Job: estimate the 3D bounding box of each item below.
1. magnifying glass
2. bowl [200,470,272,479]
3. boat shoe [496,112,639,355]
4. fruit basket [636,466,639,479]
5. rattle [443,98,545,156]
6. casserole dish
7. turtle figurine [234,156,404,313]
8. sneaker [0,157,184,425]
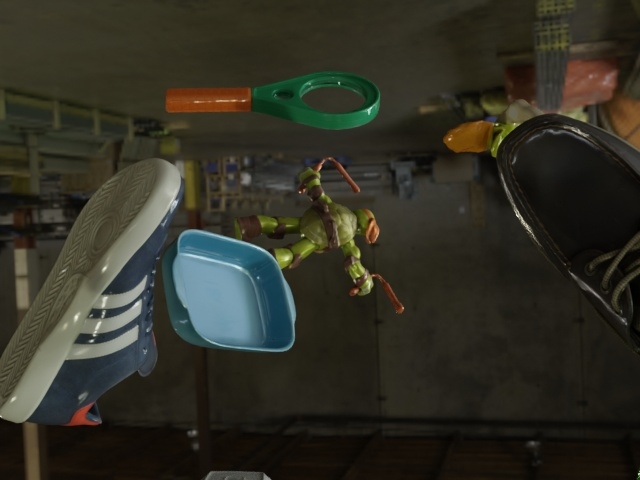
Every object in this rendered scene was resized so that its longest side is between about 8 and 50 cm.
[{"bbox_3d":[-0.050,-0.152,0.856,0.231,0.026,0.092,0,-138,-5],"label":"magnifying glass"},{"bbox_3d":[-0.135,0.394,1.218,0.142,0.053,0.142,0,177,1],"label":"bowl"},{"bbox_3d":[0.289,0.029,0.661,0.132,0.355,0.130,-44,173,12],"label":"boat shoe"},{"bbox_3d":[0.167,0.315,0.445,0.392,0.283,0.392,-2,-145,1],"label":"fruit basket"},{"bbox_3d":[0.312,-0.116,1.222,0.143,0.199,0.130,-10,156,-42],"label":"rattle"},{"bbox_3d":[-0.089,0.055,0.757,0.037,0.114,0.188,-23,159,27],"label":"casserole dish"},{"bbox_3d":[0.000,0.000,1.123,0.217,0.269,0.087,-16,161,-21],"label":"turtle figurine"},{"bbox_3d":[-0.231,0.070,0.907,0.148,0.350,0.131,26,-163,-35],"label":"sneaker"}]
